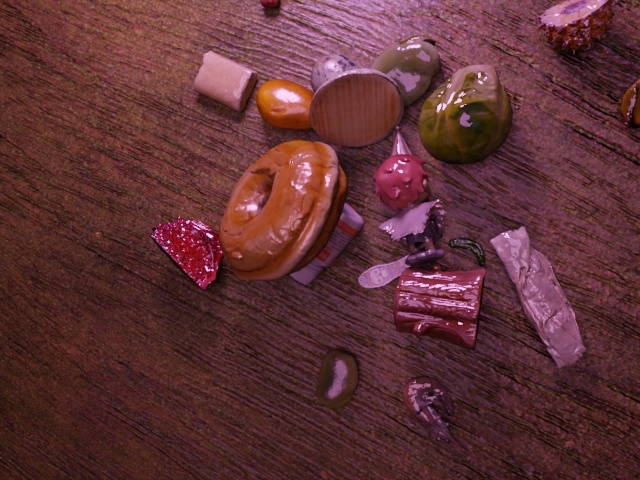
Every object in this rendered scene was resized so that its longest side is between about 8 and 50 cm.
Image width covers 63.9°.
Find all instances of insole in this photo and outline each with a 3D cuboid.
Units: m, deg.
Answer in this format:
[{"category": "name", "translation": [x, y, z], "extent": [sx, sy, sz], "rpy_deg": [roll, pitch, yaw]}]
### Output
[{"category": "insole", "translation": [0.203, 0.093, 1.516], "extent": [0.197, 0.004, 0.065], "rpy_deg": [-22, 87, 16]}]

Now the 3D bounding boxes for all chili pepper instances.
[{"category": "chili pepper", "translation": [0.419, 0.021, 1.440], "extent": [0.118, 0.035, 0.055], "rpy_deg": [32, 113, 2]}]

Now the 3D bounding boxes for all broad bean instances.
[{"category": "broad bean", "translation": [0.232, -0.472, 1.433], "extent": [0.169, 0.100, 0.228], "rpy_deg": [41, 105, 11]}, {"category": "broad bean", "translation": [0.049, 0.418, 1.534], "extent": [0.124, 0.082, 0.174], "rpy_deg": [20, 99, 16]}]

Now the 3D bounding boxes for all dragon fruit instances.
[{"category": "dragon fruit", "translation": [-0.409, 0.038, 1.616], "extent": [0.261, 0.163, 0.189], "rpy_deg": [43, 136, 6]}]

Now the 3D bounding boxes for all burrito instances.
[{"category": "burrito", "translation": [0.591, 0.147, 1.373], "extent": [0.117, 0.076, 0.392], "rpy_deg": [-27, 85, 14]}]

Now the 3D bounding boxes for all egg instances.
[{"category": "egg", "translation": [0.054, -0.443, 1.459], "extent": [0.181, 0.141, 0.141], "rpy_deg": [42, 103, -2]}]

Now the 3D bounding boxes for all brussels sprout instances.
[{"category": "brussels sprout", "translation": [0.387, -0.331, 1.344], "extent": [0.219, 0.210, 0.271], "rpy_deg": [11, 84, 37]}]

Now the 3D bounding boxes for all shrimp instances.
[{"category": "shrimp", "translation": [0.336, 0.492, 1.482], "extent": [0.126, 0.047, 0.223], "rpy_deg": [-42, 80, 3]}]

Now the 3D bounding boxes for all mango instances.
[{"category": "mango", "translation": [-0.088, -0.394, 1.520], "extent": [0.227, 0.109, 0.147], "rpy_deg": [28, 76, 13]}]

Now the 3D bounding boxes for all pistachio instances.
[{"category": "pistachio", "translation": [0.815, -0.367, 1.300], "extent": [0.089, 0.049, 0.173], "rpy_deg": [26, 98, -10]}]

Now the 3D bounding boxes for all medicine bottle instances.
[{"category": "medicine bottle", "translation": [0.000, 0.000, 1.498], "extent": [0.144, 0.144, 0.252], "rpy_deg": [42, 106, 10]}]

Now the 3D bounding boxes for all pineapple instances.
[{"category": "pineapple", "translation": [0.661, -0.530, 1.306], "extent": [0.176, 0.161, 0.137], "rpy_deg": [-24, 124, 12]}]

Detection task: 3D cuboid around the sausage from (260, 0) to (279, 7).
[{"category": "sausage", "translation": [-0.153, -0.783, 1.540], "extent": [0.062, 0.062, 0.154], "rpy_deg": [2, 94, 15]}]

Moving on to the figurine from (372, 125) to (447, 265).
[{"category": "figurine", "translation": [0.240, -0.125, 1.423], "extent": [0.207, 0.166, 0.387], "rpy_deg": [-27, 70, 44]}]

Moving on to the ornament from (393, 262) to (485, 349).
[{"category": "ornament", "translation": [0.321, 0.181, 1.389], "extent": [0.217, 0.235, 0.221], "rpy_deg": [7, 51, 19]}]

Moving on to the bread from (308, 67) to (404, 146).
[{"category": "bread", "translation": [0.099, -0.363, 1.417], "extent": [0.267, 0.267, 0.040], "rpy_deg": [-18, 51, 16]}]

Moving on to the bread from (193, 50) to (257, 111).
[{"category": "bread", "translation": [-0.297, -0.496, 1.595], "extent": [0.178, 0.060, 0.139], "rpy_deg": [25, 99, 13]}]

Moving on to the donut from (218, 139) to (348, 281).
[{"category": "donut", "translation": [-0.111, -0.079, 1.399], "extent": [0.198, 0.449, 0.449], "rpy_deg": [30, 104, -31]}]
